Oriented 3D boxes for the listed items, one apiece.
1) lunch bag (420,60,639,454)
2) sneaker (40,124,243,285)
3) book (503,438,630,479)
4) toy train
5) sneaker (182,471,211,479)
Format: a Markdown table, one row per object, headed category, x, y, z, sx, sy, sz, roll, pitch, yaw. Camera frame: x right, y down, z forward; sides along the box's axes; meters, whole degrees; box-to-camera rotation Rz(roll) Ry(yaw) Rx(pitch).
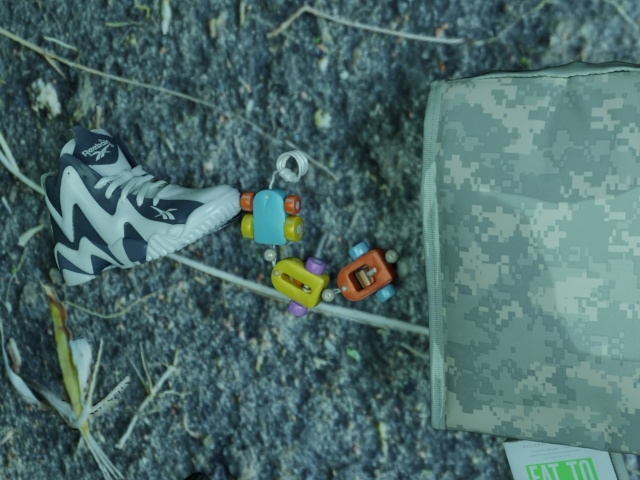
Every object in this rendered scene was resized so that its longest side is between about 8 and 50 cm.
| category | x | y | z | sx | sy | sz | roll | pitch | yaw |
| --- | --- | --- | --- | --- | --- | --- | --- | --- | --- |
| lunch bag | 0.207 | 0.003 | 0.757 | 0.235 | 0.169 | 0.287 | 3 | 103 | 27 |
| sneaker | -0.195 | -0.055 | 0.993 | 0.235 | 0.094 | 0.153 | -17 | 99 | 38 |
| book | 0.226 | 0.235 | 0.862 | 0.096 | 0.035 | 0.144 | -18 | 91 | 32 |
| toy train | 0.000 | 0.000 | 0.933 | 0.125 | 0.046 | 0.166 | -39 | 83 | 25 |
| sneaker | -0.169 | 0.391 | 1.051 | 0.146 | 0.122 | 0.331 | 33 | 111 | 0 |
